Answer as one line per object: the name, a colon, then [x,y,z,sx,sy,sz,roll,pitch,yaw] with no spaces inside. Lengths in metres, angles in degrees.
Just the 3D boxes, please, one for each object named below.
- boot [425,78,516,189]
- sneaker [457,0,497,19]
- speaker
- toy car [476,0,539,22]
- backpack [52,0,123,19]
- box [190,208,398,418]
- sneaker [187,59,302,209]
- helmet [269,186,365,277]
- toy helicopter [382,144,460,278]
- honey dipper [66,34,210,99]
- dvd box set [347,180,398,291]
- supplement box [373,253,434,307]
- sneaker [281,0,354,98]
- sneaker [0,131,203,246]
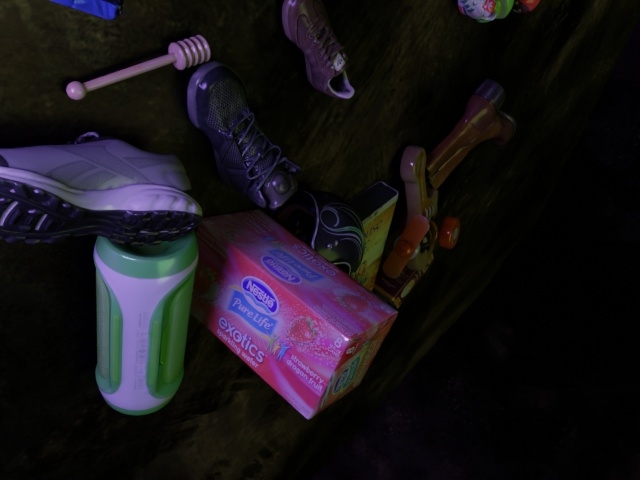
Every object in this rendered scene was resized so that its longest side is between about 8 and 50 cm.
boot: [0.383,-0.234,1.444,0.280,0.096,0.264,-53,156,0]
sneaker: [0.281,-0.446,1.011,0.057,0.075,0.161,-59,155,11]
speaker: [-0.236,0.103,0.748,0.131,0.131,0.296,-28,145,-44]
toy car: [0.405,-0.523,1.157,0.225,0.053,0.239,-46,154,-16]
backpack: [-0.188,-0.245,0.418,0.101,0.098,0.120,-4,127,-55]
box: [-0.058,0.095,0.841,0.142,0.300,0.154,-14,135,-55]
sneaker: [-0.088,-0.123,0.717,0.087,0.130,0.227,-45,152,-22]
helmet: [0.000,0.000,0.981,0.161,0.169,0.169,25,101,-45]
toy helicopter: [0.223,-0.063,1.332,0.235,0.140,0.355,-54,145,-33]
honey dipper: [-0.188,-0.180,0.585,0.161,0.030,0.030,-33,149,-34]
dvd box set: [0.031,0.097,1.289,0.307,0.062,0.420,-36,150,-35]
supplement box: [0.243,0.093,1.633,0.188,0.081,0.104,-52,155,-6]
sneaker: [0.008,-0.266,0.767,0.066,0.071,0.188,-51,156,-7]
sneaker: [-0.252,-0.059,0.567,0.271,0.108,0.100,5,151,-46]
